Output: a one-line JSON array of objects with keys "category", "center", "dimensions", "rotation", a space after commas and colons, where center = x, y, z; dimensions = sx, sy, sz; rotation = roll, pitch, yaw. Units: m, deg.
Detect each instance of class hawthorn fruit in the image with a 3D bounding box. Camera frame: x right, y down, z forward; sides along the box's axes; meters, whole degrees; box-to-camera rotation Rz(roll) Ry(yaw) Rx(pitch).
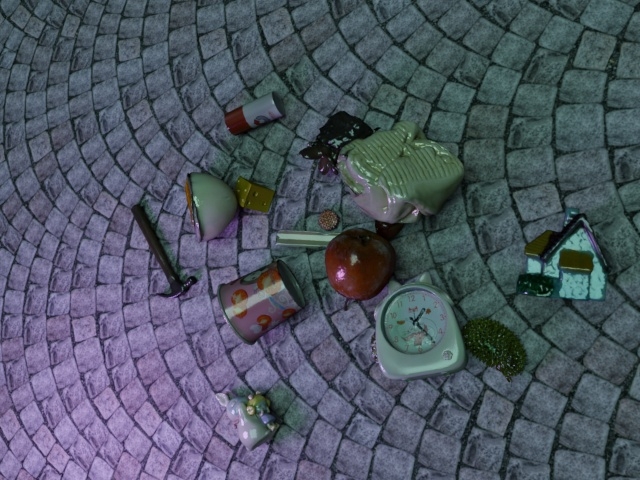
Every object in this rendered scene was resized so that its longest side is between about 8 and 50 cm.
[{"category": "hawthorn fruit", "center": [0.132, 0.086, 1.688], "dimensions": [0.231, 0.235, 0.263], "rotation": [-16, 85, 11]}]

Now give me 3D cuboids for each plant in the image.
[{"category": "plant", "center": [0.071, -0.313, 1.786], "dimensions": [0.178, 0.204, 0.234], "rotation": [34, 86, 31]}]

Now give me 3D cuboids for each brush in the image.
[{"category": "brush", "center": [0.000, 0.000, 1.857], "dimensions": [0.321, 0.050, 0.060], "rotation": [3, 82, 15]}]

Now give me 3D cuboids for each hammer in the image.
[{"category": "hammer", "center": [-0.654, 0.036, 2.116], "dimensions": [0.168, 0.044, 0.440], "rotation": [-36, 72, 13]}]

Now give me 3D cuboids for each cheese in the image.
[{"category": "cheese", "center": [-0.277, -0.180, 1.973], "dimensions": [0.171, 0.126, 0.093], "rotation": [29, 101, 41]}]

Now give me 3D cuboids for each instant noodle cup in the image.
[{"category": "instant noodle cup", "center": [-0.194, 0.204, 1.817], "dimensions": [0.231, 0.243, 0.243], "rotation": [-29, 74, 9]}]

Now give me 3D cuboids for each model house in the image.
[{"category": "model house", "center": [0.668, 0.028, 1.451], "dimensions": [0.230, 0.280, 0.249], "rotation": [3, 91, 21]}]

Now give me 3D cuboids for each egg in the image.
[{"category": "egg", "center": [-0.404, -0.127, 1.956], "dimensions": [0.174, 0.286, 0.264], "rotation": [-8, 87, -18]}]

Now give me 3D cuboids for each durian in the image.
[{"category": "durian", "center": [0.525, 0.319, 1.578], "dimensions": [0.220, 0.095, 0.137], "rotation": [41, 100, 16]}]

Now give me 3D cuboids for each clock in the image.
[{"category": "clock", "center": [0.304, 0.264, 1.637], "dimensions": [0.265, 0.108, 0.324], "rotation": [-14, 65, 22]}]

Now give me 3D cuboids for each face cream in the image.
[{"category": "face cream", "center": [-0.249, -0.477, 1.983], "dimensions": [0.214, 0.096, 0.096], "rotation": [-19, 77, 19]}]

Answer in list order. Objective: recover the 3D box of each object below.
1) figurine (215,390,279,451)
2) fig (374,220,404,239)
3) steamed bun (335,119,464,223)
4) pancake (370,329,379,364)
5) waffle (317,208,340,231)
[{"category": "figurine", "center": [-0.261, 0.599, 1.846], "dimensions": [0.235, 0.127, 0.155], "rotation": [50, 121, 22]}, {"category": "fig", "center": [0.246, -0.053, 1.752], "dimensions": [0.125, 0.089, 0.089], "rotation": [-13, 77, -9]}, {"category": "steamed bun", "center": [0.241, -0.196, 1.683], "dimensions": [0.394, 0.237, 0.347], "rotation": [13, 56, 5]}, {"category": "pancake", "center": [0.260, 0.346, 1.719], "dimensions": [0.199, 0.021, 0.199], "rotation": [-3, 82, 22]}, {"category": "waffle", "center": [0.028, -0.072, 1.859], "dimensions": [0.083, 0.029, 0.075], "rotation": [29, 92, 25]}]
